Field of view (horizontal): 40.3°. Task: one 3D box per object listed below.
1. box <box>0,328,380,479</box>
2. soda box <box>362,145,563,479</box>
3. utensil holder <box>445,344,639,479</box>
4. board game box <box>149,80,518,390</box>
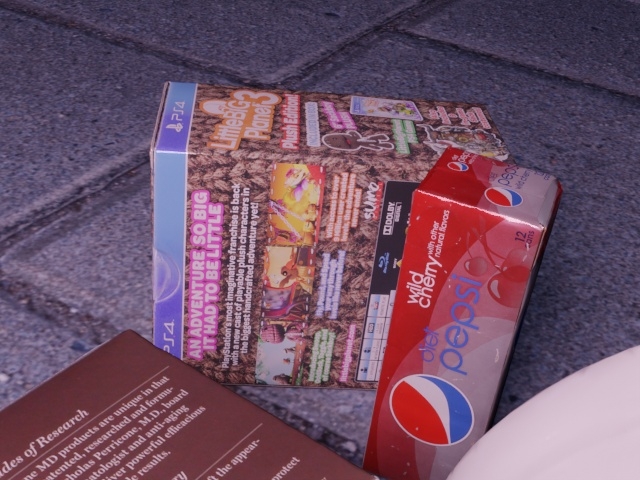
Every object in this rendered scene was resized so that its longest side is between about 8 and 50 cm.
[{"bbox_3d":[-0.099,0.193,0.511,0.203,0.168,0.167,24,37,26],"label":"box"},{"bbox_3d":[0.101,0.070,0.655,0.092,0.263,0.083,18,33,16],"label":"soda box"},{"bbox_3d":[0.210,0.273,0.308,0.328,0.327,0.385,6,34,-2],"label":"utensil holder"},{"bbox_3d":[0.000,0.000,0.777,0.291,0.232,0.141,4,32,-6],"label":"board game box"}]
